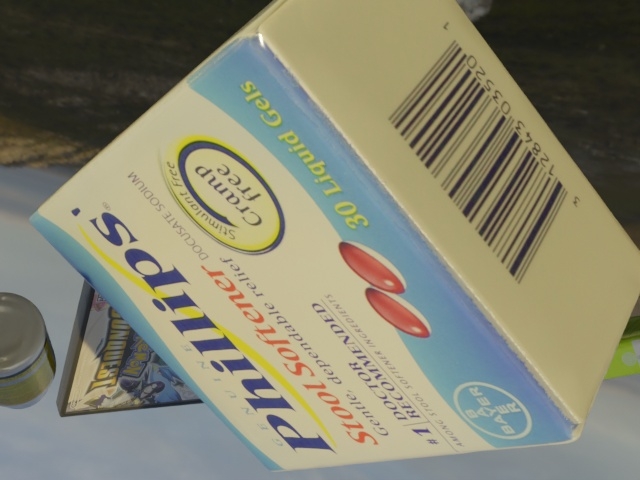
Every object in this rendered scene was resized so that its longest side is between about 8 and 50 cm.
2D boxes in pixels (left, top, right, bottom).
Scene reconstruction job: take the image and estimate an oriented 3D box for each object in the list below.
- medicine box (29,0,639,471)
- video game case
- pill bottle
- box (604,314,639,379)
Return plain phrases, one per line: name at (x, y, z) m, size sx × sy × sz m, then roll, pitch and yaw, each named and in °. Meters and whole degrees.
medicine box at (0.000, 0.000, 0.535) m, size 0.263 × 0.149 × 0.289 m, roll 49°, pitch 141°, yaw -13°
video game case at (-0.190, 0.111, 1.077) m, size 0.248 × 0.274 × 0.035 m, roll 1°, pitch -144°, yaw -32°
pill bottle at (-0.239, 0.091, 0.645) m, size 0.065 × 0.065 × 0.116 m, roll 16°, pitch 151°, yaw -2°
box at (0.386, 0.099, 0.893) m, size 0.178 × 0.042 × 0.109 m, roll -19°, pitch 180°, yaw 36°
